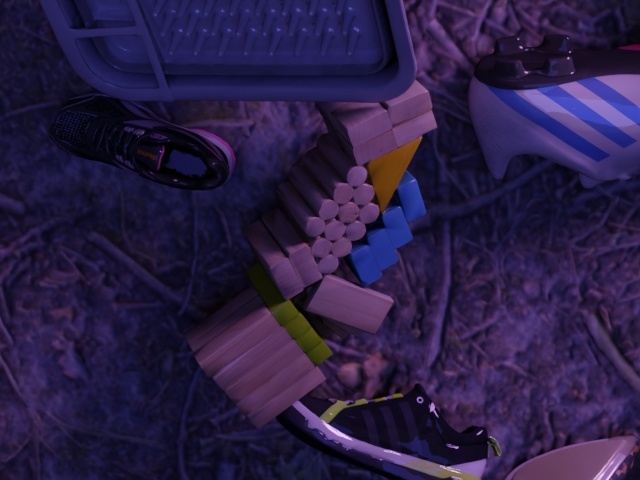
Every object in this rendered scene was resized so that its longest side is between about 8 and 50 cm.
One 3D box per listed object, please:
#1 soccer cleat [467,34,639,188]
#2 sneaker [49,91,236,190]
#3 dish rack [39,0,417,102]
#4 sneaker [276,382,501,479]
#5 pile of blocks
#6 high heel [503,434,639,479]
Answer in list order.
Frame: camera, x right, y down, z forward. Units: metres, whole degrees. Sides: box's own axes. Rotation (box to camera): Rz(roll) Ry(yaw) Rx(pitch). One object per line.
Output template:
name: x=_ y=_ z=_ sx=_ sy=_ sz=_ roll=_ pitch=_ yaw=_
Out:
soccer cleat: x=0.304 y=-0.118 z=1.411 sx=0.331 sy=0.116 sz=0.143 roll=1 pitch=120 yaw=11
sneaker: x=-0.165 y=-0.091 z=1.415 sx=0.178 sy=0.077 sz=0.072 roll=12 pitch=102 yaw=-5
dish rack: x=-0.088 y=-0.239 z=1.296 sx=0.332 sy=0.072 sz=0.285 roll=3 pitch=141 yaw=18
sneaker: x=0.066 y=0.183 z=1.510 sx=0.234 sy=0.084 sz=0.097 roll=24 pitch=78 yaw=-10
pile of blocks: x=0.000 y=0.000 z=1.440 sx=0.149 sy=0.112 sz=0.362 roll=25 pitch=105 yaw=-31
high heel: x=0.241 y=0.321 z=1.557 sx=0.261 sy=0.093 sz=0.186 roll=-35 pitch=126 yaw=-7
